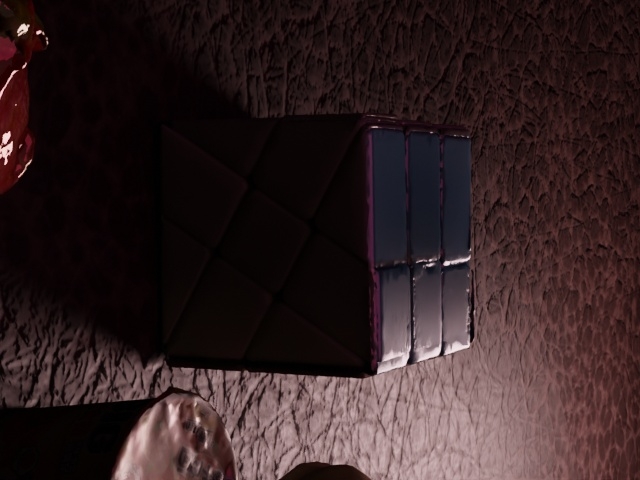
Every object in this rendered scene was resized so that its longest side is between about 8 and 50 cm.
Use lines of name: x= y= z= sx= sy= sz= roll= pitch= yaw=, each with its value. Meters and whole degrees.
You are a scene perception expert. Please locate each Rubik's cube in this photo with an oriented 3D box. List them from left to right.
Rubik's cube: x=0.000 y=0.000 z=1.499 sx=0.225 sy=0.221 sz=0.231 roll=-7 pitch=97 yaw=-62

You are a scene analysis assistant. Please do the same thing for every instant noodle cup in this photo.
instant noodle cup: x=-0.172 y=0.213 z=1.253 sx=0.205 sy=0.153 sz=0.205 roll=-2 pitch=92 yaw=-61

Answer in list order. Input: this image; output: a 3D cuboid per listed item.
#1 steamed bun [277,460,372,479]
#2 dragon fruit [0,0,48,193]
steamed bun: x=0.044 y=0.396 z=1.542 sx=0.247 sy=0.352 sz=0.339 roll=-44 pitch=104 yaw=-12
dragon fruit: x=-0.285 y=-0.101 z=0.954 sx=0.231 sy=0.237 sz=0.303 roll=-62 pitch=159 yaw=-6
